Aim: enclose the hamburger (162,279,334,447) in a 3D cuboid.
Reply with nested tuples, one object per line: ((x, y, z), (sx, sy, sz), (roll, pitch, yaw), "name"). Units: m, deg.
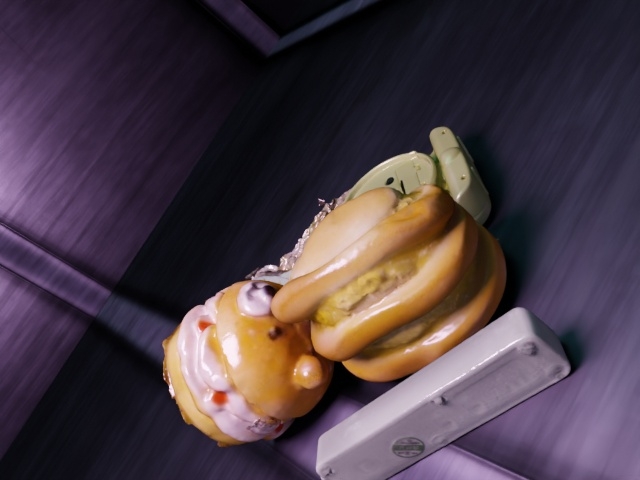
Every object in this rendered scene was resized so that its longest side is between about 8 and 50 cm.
((-0.094, 0.189, 1.082), (0.236, 0.276, 0.276), (-31, 32, 27), "hamburger")

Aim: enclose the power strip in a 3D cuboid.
((0.135, 0.222, 0.844), (0.385, 0.091, 0.062), (-40, 27, 26), "power strip")

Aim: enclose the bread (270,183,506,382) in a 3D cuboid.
((0.096, 0.068, 0.925), (0.315, 0.270, 0.212), (-35, 45, 22), "bread")

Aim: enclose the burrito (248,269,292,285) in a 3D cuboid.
((-0.046, 0.118, 1.274), (0.228, 0.144, 0.089), (-24, -8, 35), "burrito")

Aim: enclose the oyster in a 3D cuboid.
((0.001, 0.002, 1.352), (0.354, 0.107, 0.201), (-46, -9, 24), "oyster")

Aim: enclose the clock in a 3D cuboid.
((0.132, -0.052, 1.138), (0.308, 0.096, 0.235), (-32, 33, 18), "clock")
